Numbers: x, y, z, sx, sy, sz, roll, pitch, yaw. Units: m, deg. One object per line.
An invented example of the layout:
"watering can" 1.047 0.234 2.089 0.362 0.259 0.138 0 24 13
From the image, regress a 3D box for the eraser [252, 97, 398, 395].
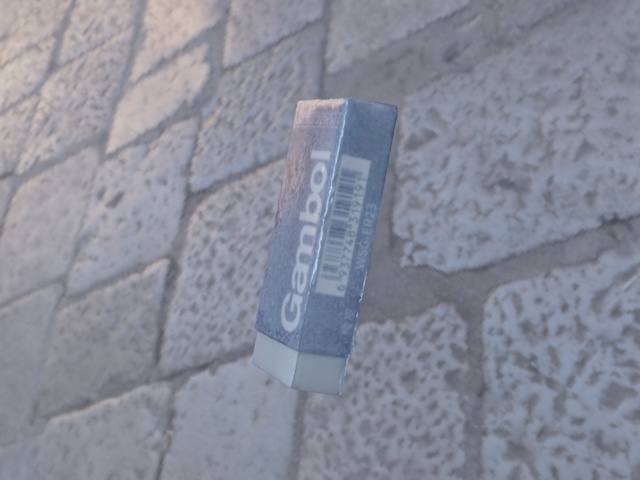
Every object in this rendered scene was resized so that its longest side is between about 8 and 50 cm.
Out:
"eraser" 0.000 0.000 0.766 0.092 0.046 0.212 14 93 65
